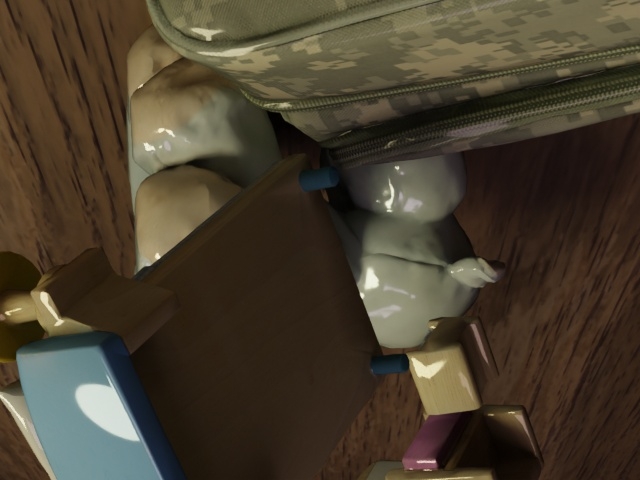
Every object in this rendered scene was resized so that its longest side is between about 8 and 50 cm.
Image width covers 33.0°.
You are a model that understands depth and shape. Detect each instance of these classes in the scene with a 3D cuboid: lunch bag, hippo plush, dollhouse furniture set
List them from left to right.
[{"bbox_3d":[-0.052,0.089,0.569,0.198,0.286,0.303,-8,115,33],"label":"dollhouse furniture set"},{"bbox_3d":[0.000,0.000,0.690,0.236,0.294,0.234,-2,174,-11],"label":"hippo plush"},{"bbox_3d":[0.104,-0.153,0.492,0.305,0.213,0.256,-10,166,21],"label":"lunch bag"}]
